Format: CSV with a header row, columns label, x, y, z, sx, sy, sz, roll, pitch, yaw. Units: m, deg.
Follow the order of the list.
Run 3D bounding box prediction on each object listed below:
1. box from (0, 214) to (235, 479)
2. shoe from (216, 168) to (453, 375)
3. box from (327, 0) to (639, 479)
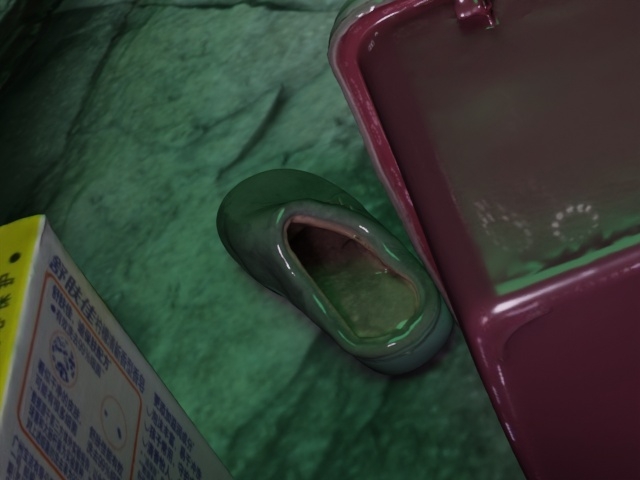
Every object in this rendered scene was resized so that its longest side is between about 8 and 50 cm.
label,x,y,z,sx,sy,sz,roll,pitch,yaw
box,-0.108,0.139,0.664,0.097,0.265,0.168,-16,44,16
shoe,0.000,0.000,0.890,0.079,0.078,0.195,-37,47,-11
box,0.137,0.004,0.674,0.193,0.294,0.167,-19,53,8
